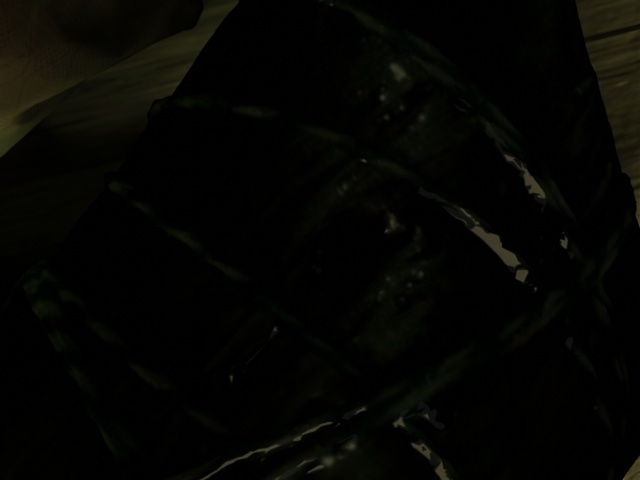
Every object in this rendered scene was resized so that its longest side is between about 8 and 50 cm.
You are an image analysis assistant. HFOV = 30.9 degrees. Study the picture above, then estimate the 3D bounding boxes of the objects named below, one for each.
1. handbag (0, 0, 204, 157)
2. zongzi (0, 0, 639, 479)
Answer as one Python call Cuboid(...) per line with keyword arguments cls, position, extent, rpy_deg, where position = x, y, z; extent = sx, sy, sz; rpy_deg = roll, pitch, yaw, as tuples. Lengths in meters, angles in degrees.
Cuboid(cls="handbag", position=(-0.190, -0.048, 0.393), extent=(0.270, 0.117, 0.182), rpy_deg=(-36, 140, 8))
Cuboid(cls="zongzi", position=(0.000, 0.000, 0.436), extent=(0.383, 0.319, 0.362), rpy_deg=(-26, 118, -25))
